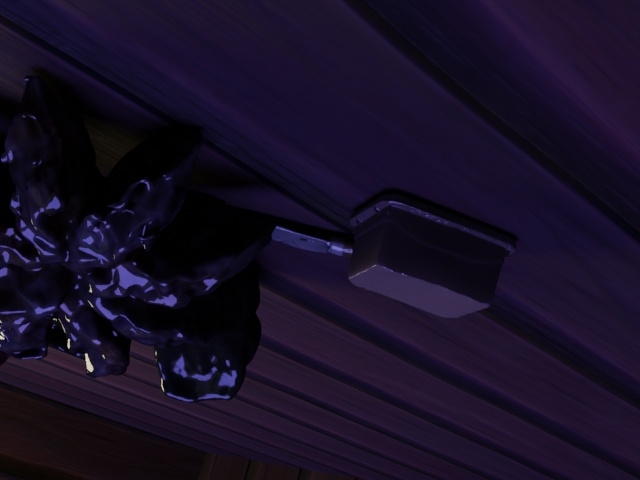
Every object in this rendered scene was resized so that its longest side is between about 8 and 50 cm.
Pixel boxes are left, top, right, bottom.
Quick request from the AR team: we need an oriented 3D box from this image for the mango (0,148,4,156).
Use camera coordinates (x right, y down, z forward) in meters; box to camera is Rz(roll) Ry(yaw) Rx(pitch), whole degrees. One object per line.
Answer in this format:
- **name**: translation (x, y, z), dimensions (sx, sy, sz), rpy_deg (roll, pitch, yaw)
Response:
- **mango**: translation (-0.336, -0.055, 0.886), dimensions (0.117, 0.089, 0.163), rpy_deg (-2, 156, 31)

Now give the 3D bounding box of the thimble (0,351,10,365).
- **thimble**: translation (-0.438, 0.073, 1.207), dimensions (0.125, 0.189, 0.163), rpy_deg (-2, 132, 35)

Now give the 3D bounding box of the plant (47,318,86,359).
- **plant**: translation (-0.279, 0.040, 1.046), dimensions (0.164, 0.142, 0.256), rpy_deg (28, 162, -32)

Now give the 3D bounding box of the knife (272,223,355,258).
- **knife**: translation (-0.001, 0.003, 0.904), dimensions (0.298, 0.017, 0.047), rpy_deg (13, 168, 4)

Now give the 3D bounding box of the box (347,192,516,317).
- **box**: translation (0.084, 0.016, 0.801), dimensions (0.122, 0.062, 0.089), rpy_deg (19, 162, -16)

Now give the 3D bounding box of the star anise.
- **star anise**: translation (-0.199, 0.012, 0.821), dimensions (0.332, 0.117, 0.331), rpy_deg (5, 140, 5)

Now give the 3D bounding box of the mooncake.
- **mooncake**: translation (-0.123, 0.087, 1.022), dimensions (0.104, 0.168, 0.175), rpy_deg (12, 177, 11)
